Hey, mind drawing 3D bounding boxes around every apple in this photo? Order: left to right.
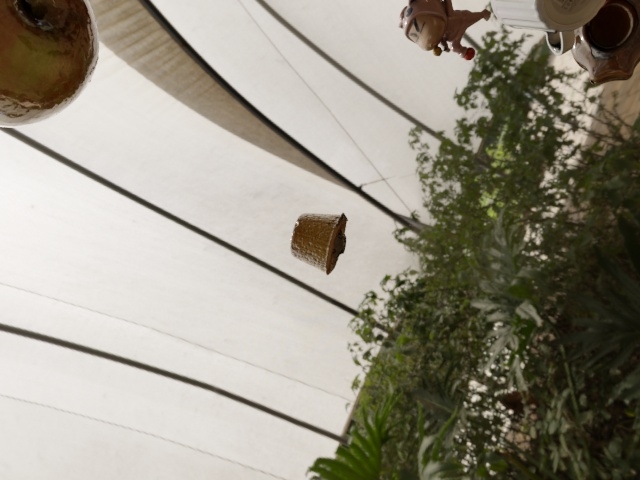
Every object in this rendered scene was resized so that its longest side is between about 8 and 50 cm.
[{"bbox_3d":[-0.664,-0.427,0.878,0.400,0.334,0.399,-12,-90,-67],"label":"apple"}]

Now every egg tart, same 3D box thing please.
[{"bbox_3d":[0.000,0.000,1.452,0.215,0.171,0.215,14,-90,-80],"label":"egg tart"}]

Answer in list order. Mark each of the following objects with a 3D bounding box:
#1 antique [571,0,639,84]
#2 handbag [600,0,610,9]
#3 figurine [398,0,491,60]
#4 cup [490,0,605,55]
[{"bbox_3d":[0.872,-0.618,1.320,0.129,0.224,0.277,0,-83,-53],"label":"antique"},{"bbox_3d":[0.727,-0.692,1.138,0.225,0.135,0.146,-42,-17,2],"label":"handbag"},{"bbox_3d":[0.405,-0.708,1.458,0.176,0.288,0.186,124,157,-63],"label":"figurine"},{"bbox_3d":[0.496,-0.512,0.924,0.166,0.221,0.202,-58,19,26],"label":"cup"}]
